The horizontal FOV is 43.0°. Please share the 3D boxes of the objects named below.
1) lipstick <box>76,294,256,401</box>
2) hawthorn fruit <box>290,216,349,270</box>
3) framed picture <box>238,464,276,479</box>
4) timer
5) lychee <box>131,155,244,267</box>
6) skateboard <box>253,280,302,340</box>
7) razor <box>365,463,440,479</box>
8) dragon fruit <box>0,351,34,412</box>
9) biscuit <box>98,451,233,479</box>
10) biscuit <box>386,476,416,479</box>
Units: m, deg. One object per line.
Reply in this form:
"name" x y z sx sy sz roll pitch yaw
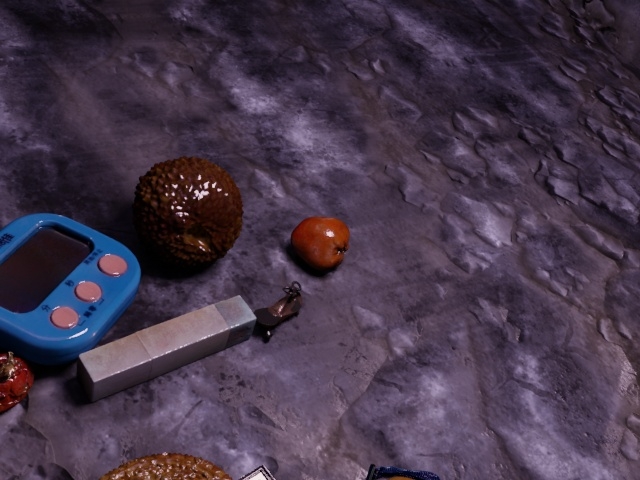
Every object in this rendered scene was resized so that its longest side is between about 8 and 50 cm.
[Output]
"lipstick" -0.308 0.215 1.661 0.371 0.079 0.076 -19 57 -34
"hawthorn fruit" 0.000 0.000 1.961 0.138 0.133 0.133 22 42 16
"framed picture" -0.122 0.525 1.466 0.199 0.010 0.195 -24 58 -37
"timer" -0.554 0.095 1.658 0.309 0.115 0.340 26 40 5
"lychee" -0.303 -0.073 1.831 0.267 0.267 0.267 11 44 -10
"skateboard" -0.091 0.148 1.809 0.067 0.080 0.151 33 42 22
"razor" 0.165 0.465 1.620 0.155 0.044 0.028 9 18 -15
"dragon fruit" -0.598 0.263 1.485 0.162 0.106 0.083 -6 50 -29
"biscuit" -0.272 0.475 1.381 0.305 0.038 0.305 2 33 -1
"biscuit" 0.168 0.506 1.512 0.224 0.033 0.144 0 51 -52
